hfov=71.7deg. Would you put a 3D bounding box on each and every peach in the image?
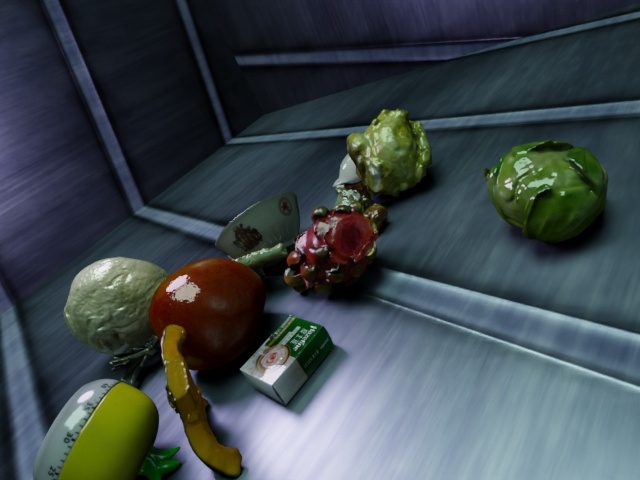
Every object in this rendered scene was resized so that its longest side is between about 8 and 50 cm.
[{"bbox_3d":[-0.304,0.194,1.245,0.332,0.308,0.307,-29,25,-29],"label":"peach"}]

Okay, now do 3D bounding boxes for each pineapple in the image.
[{"bbox_3d":[-0.498,0.325,1.366,0.277,0.119,0.130,-35,47,-15],"label":"pineapple"}]

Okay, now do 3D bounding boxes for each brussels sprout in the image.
[{"bbox_3d":[0.554,-0.128,1.084,0.294,0.227,0.259,-31,41,-23],"label":"brussels sprout"}]

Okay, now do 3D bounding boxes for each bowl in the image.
[{"bbox_3d":[-0.182,-0.007,1.542,0.337,0.158,0.337,-34,-12,-8],"label":"bowl"}]

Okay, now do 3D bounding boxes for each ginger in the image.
[{"bbox_3d":[0.163,-0.056,1.474,0.162,0.073,0.103,-39,15,-8],"label":"ginger"}]

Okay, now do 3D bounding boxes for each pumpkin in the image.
[{"bbox_3d":[-0.288,0.352,0.988,0.095,0.259,0.290,-23,20,-22],"label":"pumpkin"}]

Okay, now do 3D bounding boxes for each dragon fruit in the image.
[{"bbox_3d":[0.020,0.030,1.278,0.306,0.243,0.228,-22,66,1],"label":"dragon fruit"}]

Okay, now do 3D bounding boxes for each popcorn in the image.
[{"bbox_3d":[0.259,-0.317,1.620,0.311,0.312,0.312,-21,28,12],"label":"popcorn"}]

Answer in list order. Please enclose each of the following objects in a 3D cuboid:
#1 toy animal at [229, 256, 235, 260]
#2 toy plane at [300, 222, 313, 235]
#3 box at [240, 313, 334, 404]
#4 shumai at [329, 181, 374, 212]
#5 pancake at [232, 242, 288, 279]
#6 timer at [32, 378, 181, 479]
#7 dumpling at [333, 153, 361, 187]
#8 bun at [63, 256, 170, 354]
[{"bbox_3d":[-0.322,0.062,1.693,0.091,0.082,0.114,-2,38,43],"label":"toy animal"},{"bbox_3d":[-0.002,-0.002,1.517,0.173,0.080,0.174,-24,44,25],"label":"toy plane"},{"bbox_3d":[-0.080,0.288,1.093,0.135,0.081,0.199,5,44,47],"label":"box"},{"bbox_3d":[0.096,-0.125,1.574,0.183,0.142,0.184,-20,26,10],"label":"shumai"},{"bbox_3d":[-0.252,0.126,1.457,0.376,0.197,0.054,-37,64,27],"label":"pancake"},{"bbox_3d":[-0.445,0.467,0.986,0.284,0.285,0.285,-21,28,12],"label":"timer"},{"bbox_3d":[0.151,-0.312,1.894,0.252,0.131,0.179,-47,6,7],"label":"dumpling"},{"bbox_3d":[-0.640,0.230,1.438,0.351,0.349,0.227,-10,45,-10],"label":"bun"}]
